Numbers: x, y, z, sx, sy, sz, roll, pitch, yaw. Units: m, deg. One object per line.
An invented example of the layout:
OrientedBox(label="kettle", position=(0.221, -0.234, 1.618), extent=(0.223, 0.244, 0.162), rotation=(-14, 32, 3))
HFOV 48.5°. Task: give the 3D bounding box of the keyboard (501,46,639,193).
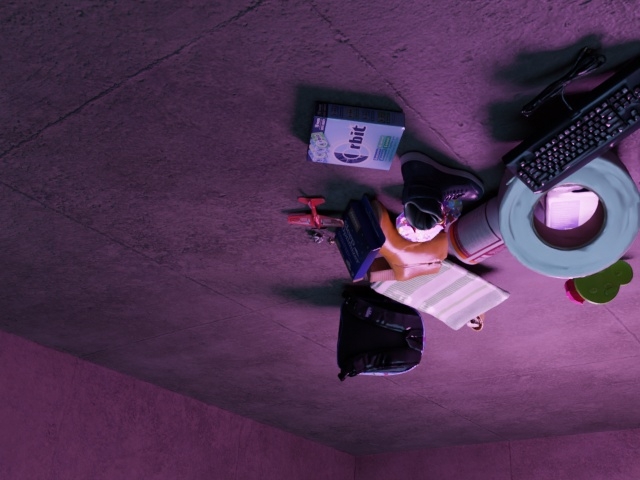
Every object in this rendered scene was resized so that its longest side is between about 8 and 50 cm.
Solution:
OrientedBox(label="keyboard", position=(0.478, -0.229, 1.319), extent=(0.201, 0.033, 0.317), rotation=(39, 120, -22))

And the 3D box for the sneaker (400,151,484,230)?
OrientedBox(label="sneaker", position=(0.272, -0.086, 1.575), extent=(0.226, 0.163, 0.086), rotation=(17, 147, -25))

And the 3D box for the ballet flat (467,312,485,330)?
OrientedBox(label="ballet flat", position=(0.456, 0.217, 2.199), extent=(0.080, 0.073, 0.232), rotation=(-14, 147, 31))

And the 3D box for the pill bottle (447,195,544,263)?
OrientedBox(label="pill bottle", position=(0.415, -0.035, 1.690), extent=(0.121, 0.121, 0.221), rotation=(19, 148, -26))

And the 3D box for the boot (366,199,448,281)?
OrientedBox(label="boot", position=(0.225, -0.007, 1.817), extent=(0.211, 0.104, 0.295), rotation=(-11, 138, -7))

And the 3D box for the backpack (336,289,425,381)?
OrientedBox(label="backpack", position=(0.195, 0.301, 2.199), extent=(0.263, 0.277, 0.213), rotation=(4, 179, 16))

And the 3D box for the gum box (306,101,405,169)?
OrientedBox(label="gum box", position=(0.070, -0.216, 1.486), extent=(0.184, 0.041, 0.157), rotation=(5, 152, -4))

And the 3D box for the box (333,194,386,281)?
OrientedBox(label="box", position=(0.095, -0.003, 1.776), extent=(0.036, 0.136, 0.225), rotation=(-15, 157, -21))

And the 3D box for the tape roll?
OrientedBox(label="tape roll", position=(0.515, -0.067, 1.492), extent=(0.286, 0.100, 0.286), rotation=(5, 117, 11))

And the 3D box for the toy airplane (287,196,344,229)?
OrientedBox(label="toy airplane", position=(-0.017, -0.067, 1.784), extent=(0.151, 0.028, 0.151), rotation=(9, 153, 5))

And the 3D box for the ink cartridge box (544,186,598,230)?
OrientedBox(label="ink cartridge box", position=(0.611, -0.069, 1.664), extent=(0.165, 0.065, 0.333), rotation=(-4, 152, 15))

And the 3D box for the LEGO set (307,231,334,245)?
OrientedBox(label="LEGO set", position=(0.002, -0.001, 1.908), extent=(0.083, 0.023, 0.054), rotation=(10, 151, -11))

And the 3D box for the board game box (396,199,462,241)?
OrientedBox(label="board game box", position=(0.265, -0.051, 1.702), extent=(0.133, 0.033, 0.169), rotation=(26, 119, -36))

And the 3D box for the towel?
OrientedBox(label="towel", position=(0.339, 0.143, 2.050), extent=(0.324, 0.038, 0.248), rotation=(27, 139, -18))

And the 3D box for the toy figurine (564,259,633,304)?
OrientedBox(label="toy figurine", position=(0.755, 0.119, 1.978), extent=(0.173, 0.130, 0.159), rotation=(-18, 168, -10))
